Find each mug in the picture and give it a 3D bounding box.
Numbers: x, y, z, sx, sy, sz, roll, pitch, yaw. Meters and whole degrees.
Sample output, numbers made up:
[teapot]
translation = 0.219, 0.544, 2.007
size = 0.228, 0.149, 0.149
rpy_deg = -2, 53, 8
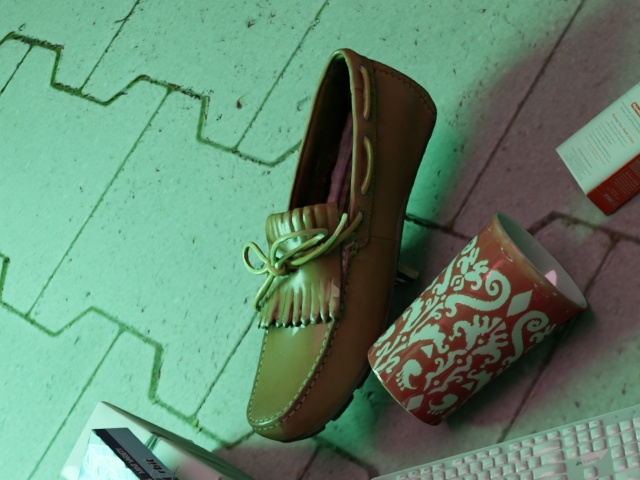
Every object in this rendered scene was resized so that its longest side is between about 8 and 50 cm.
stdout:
[mug]
translation = 0.137, 0.073, 1.288
size = 0.169, 0.150, 0.113
rpy_deg = -45, 77, 14

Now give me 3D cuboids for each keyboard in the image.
[keyboard]
translation = 0.158, 0.194, 1.190
size = 0.256, 0.014, 0.072
rpy_deg = -19, 42, 18

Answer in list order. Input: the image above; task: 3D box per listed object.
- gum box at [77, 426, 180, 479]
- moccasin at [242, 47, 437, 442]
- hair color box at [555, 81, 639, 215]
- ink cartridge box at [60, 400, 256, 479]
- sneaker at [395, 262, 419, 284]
[gum box]
translation = -0.164, 0.275, 1.235
size = 0.157, 0.041, 0.184
rpy_deg = 34, 114, 47
[moccasin]
translation = 0.002, 0.000, 1.361
size = 0.139, 0.147, 0.380
rpy_deg = 0, 66, 53
[hair color box]
translation = 0.286, -0.095, 1.298
size = 0.141, 0.043, 0.072
rpy_deg = -39, 42, 15
[ink cartridge box]
translation = -0.120, 0.237, 1.346
size = 0.203, 0.148, 0.086
rpy_deg = 20, 80, 49
[sneaker]
translation = 0.063, 0.037, 1.418
size = 0.083, 0.032, 0.037
rpy_deg = 9, 74, 55
